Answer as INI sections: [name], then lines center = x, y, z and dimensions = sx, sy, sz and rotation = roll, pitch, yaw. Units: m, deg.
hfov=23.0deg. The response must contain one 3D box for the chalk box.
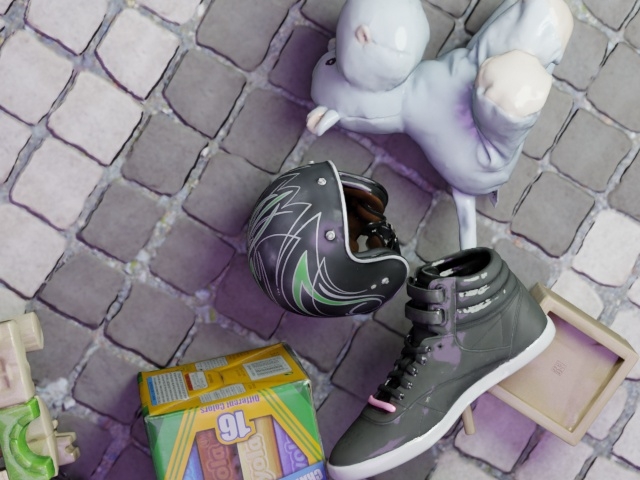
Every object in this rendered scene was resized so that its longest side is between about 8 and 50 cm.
[chalk box]
center = -0.084, 0.282, 1.707
dimensions = 0.179, 0.180, 0.289
rotation = -11, 101, -8

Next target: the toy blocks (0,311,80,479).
[toy blocks]
center = -0.402, 0.230, 1.595
dimensions = 0.260, 0.309, 0.288
rotation = -14, 93, 1

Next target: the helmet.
[helmet]
center = 0.000, 0.000, 1.673
dimensions = 0.161, 0.169, 0.169
rotation = 18, 97, -32

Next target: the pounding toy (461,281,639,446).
[pounding toy]
center = 0.218, 0.138, 1.783
dimensions = 0.206, 0.094, 0.181
rotation = 33, 99, -5

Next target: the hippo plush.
[hippo plush]
center = 0.119, -0.177, 1.672
dimensions = 0.237, 0.234, 0.294
rotation = 22, 139, 4

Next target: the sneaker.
[sneaker]
center = 0.100, 0.117, 1.639
dimensions = 0.296, 0.104, 0.147
rotation = -37, 113, -16
